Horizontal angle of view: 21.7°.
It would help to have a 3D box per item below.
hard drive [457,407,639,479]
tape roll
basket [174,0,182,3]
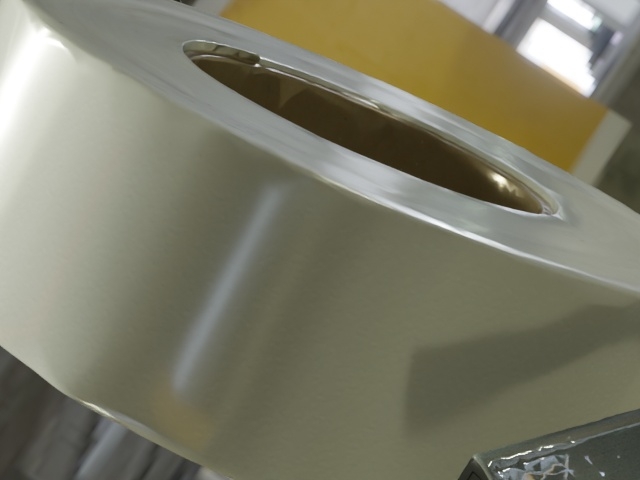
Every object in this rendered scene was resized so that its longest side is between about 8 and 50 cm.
[{"bbox_3d":[0.117,0.088,0.471,0.135,0.094,0.022,-11,-35,-29],"label":"hard drive"},{"bbox_3d":[0.000,0.000,0.623,0.286,0.286,0.100,-41,-25,-76],"label":"tape roll"},{"bbox_3d":[-0.203,-0.047,0.859,0.227,0.204,0.154,-54,-46,-31],"label":"basket"}]
